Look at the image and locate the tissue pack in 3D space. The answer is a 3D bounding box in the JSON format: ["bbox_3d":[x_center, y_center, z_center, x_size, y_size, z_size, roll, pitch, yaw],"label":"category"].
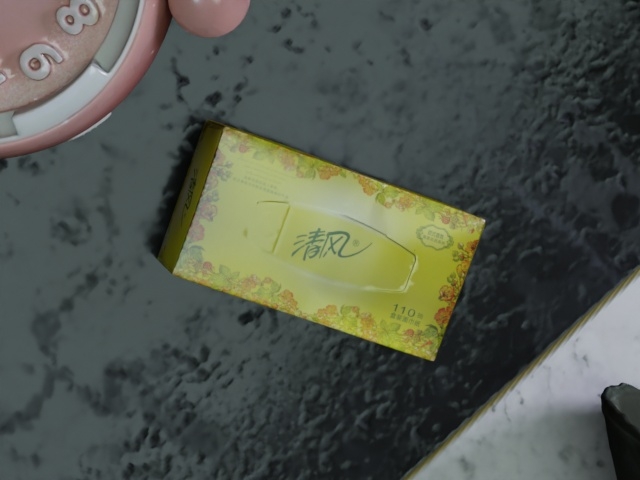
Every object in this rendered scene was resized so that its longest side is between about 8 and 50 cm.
[{"bbox_3d":[0.000,0.000,1.148,0.176,0.062,0.095,20,93,-16],"label":"tissue pack"}]

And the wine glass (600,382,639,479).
[{"bbox_3d":[0.227,0.325,1.159,0.267,0.267,0.406,18,97,-15],"label":"wine glass"}]

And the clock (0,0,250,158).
[{"bbox_3d":[-0.191,-0.158,1.050,0.241,0.142,0.227,-34,104,4],"label":"clock"}]
